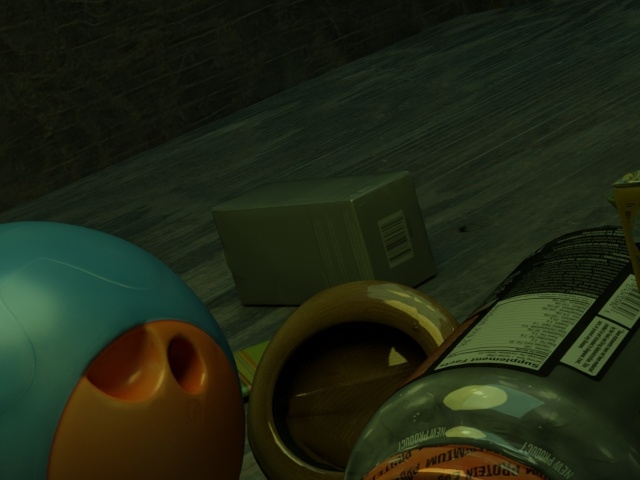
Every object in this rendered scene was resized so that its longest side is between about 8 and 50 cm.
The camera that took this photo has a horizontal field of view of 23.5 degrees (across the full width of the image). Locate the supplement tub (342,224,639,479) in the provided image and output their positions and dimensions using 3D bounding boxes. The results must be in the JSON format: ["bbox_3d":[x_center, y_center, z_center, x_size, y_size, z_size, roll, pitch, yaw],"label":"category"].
[{"bbox_3d":[0.136,0.127,0.872,0.194,0.193,0.316,-8,16,31],"label":"supplement tub"}]

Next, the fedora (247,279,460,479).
[{"bbox_3d":[0.040,0.125,1.171,0.194,0.194,0.079,-10,-22,26],"label":"fedora"}]

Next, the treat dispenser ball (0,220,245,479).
[{"bbox_3d":[-0.194,0.130,1.055,0.288,0.288,0.288,-16,13,4],"label":"treat dispenser ball"}]

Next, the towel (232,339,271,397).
[{"bbox_3d":[-0.032,0.119,1.498,0.237,0.021,0.102,-19,19,-14],"label":"towel"}]

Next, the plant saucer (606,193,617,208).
[{"bbox_3d":[0.417,-0.044,1.548,0.188,0.045,0.188,-21,14,-15],"label":"plant saucer"}]

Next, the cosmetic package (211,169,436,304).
[{"bbox_3d":[0.000,0.000,1.709,0.107,0.127,0.238,-28,19,-38],"label":"cosmetic package"}]

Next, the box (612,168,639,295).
[{"bbox_3d":[0.327,0.047,0.776,0.177,0.279,0.290,-3,20,46],"label":"box"}]
